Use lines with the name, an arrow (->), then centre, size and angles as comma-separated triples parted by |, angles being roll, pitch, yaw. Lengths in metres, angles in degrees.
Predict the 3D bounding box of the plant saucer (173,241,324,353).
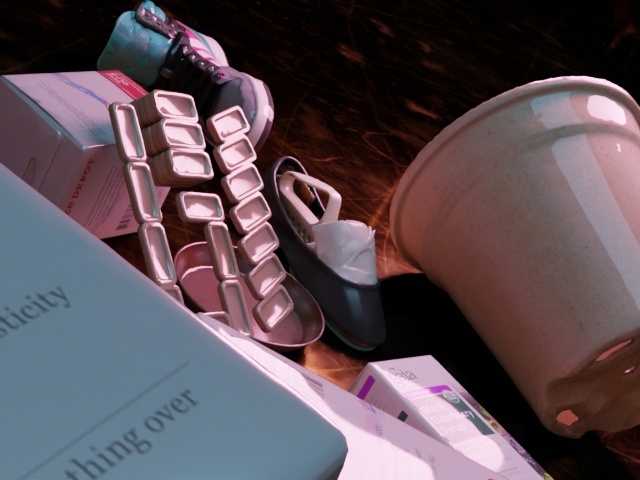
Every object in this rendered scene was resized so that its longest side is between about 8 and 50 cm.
plant saucer -> -0.076, 0.062, 1.266 | 0.168, 0.029, 0.168 | 23, 24, -11

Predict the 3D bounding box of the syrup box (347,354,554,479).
syrup box -> 0.121, 0.212, 1.106 | 0.093, 0.096, 0.237 | -1, 39, -48

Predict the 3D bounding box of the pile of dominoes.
pile of dominoes -> -0.119, -0.018, 1.192 | 0.196, 0.040, 0.251 | 1, 72, -55

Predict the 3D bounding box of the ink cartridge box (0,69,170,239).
ink cartridge box -> -0.242, -0.084, 1.246 | 0.127, 0.128, 0.176 | 40, 25, 19

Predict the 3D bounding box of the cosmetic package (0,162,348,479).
cosmetic package -> -0.270, 0.135, 0.467 | 0.393, 0.327, 0.329 | 37, 39, 17

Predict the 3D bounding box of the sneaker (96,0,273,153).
sneaker -> -0.183, -0.211, 1.562 | 0.178, 0.124, 0.295 | 18, 18, -35

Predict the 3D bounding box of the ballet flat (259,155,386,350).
ballet flat -> 0.000, 0.000, 1.389 | 0.095, 0.096, 0.280 | 7, 32, -41

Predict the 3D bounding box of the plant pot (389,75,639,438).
plant pot -> 0.286, 0.041, 1.413 | 0.334, 0.334, 0.305 | 10, 42, -37

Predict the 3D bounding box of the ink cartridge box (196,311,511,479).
ink cartridge box -> 0.006, 0.212, 0.894 | 0.306, 0.131, 0.226 | 31, 18, -11
